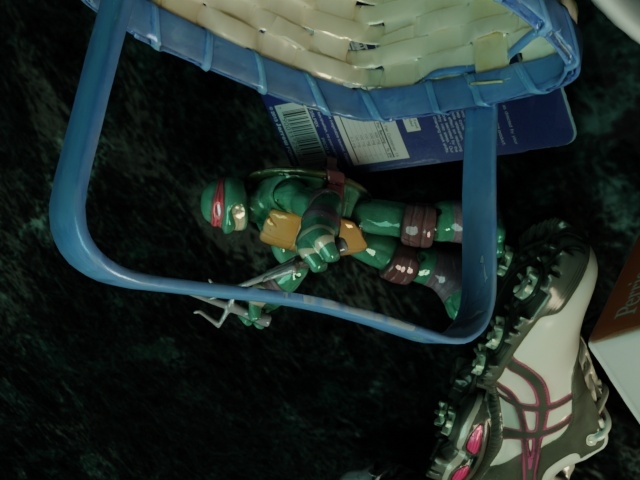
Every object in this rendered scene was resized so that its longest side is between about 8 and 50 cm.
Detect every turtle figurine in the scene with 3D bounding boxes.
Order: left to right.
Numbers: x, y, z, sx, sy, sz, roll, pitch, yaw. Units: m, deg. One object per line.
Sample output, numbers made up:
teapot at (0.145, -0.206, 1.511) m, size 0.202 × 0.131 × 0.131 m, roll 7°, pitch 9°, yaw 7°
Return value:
turtle figurine at (0.000, 0.000, 0.709) m, size 0.234 × 0.118 × 0.175 m, roll 6°, pitch 166°, yaw -6°

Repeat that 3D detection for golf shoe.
golf shoe at (0.164, 0.092, 0.739) m, size 0.120 × 0.105 × 0.272 m, roll 16°, pitch 137°, yaw 4°

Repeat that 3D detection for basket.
basket at (0.002, -0.103, 0.502) m, size 0.201 × 0.255 × 0.288 m, roll -1°, pitch 80°, yaw 48°

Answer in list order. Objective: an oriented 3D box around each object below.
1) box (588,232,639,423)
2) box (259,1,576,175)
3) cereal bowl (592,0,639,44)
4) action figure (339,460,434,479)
box at (0.337, 0.006, 0.464) m, size 0.345 × 0.215 × 0.168 m, roll -26°, pitch 105°, yaw 42°
box at (0.056, -0.116, 0.683) m, size 0.225 × 0.036 × 0.136 m, roll -4°, pitch 120°, yaw 37°
cereal bowl at (0.224, -0.220, 0.383) m, size 0.339 × 0.141 × 0.338 m, roll 1°, pitch 117°, yaw 2°
action figure at (0.131, 0.252, 0.825) m, size 0.285 × 0.185 × 0.099 m, roll 17°, pitch 95°, yaw 19°
